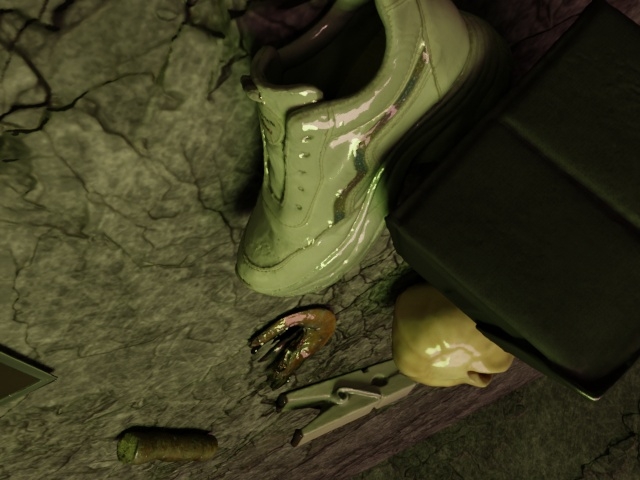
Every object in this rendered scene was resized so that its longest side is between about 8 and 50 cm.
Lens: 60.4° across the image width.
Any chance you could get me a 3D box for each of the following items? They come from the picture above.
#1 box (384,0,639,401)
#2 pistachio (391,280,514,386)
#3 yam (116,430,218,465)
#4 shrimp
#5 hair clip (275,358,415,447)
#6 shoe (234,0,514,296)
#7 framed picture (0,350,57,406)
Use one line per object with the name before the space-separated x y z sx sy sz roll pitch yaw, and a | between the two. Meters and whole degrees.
box | 0.231 -0.022 0.568 0.251 0.204 0.345 -47 169 2
pistachio | 0.246 0.154 0.991 0.318 0.214 0.193 -16 150 -55
yam | -0.281 0.395 1.049 0.061 0.061 0.253 -35 150 10
shrimp | -0.063 0.192 0.939 0.152 0.046 0.219 2 134 -43
hair clip | 0.064 0.355 1.244 0.330 0.101 0.085 -13 142 -29
shoe | -0.004 -0.091 0.493 0.342 0.132 0.210 -48 143 20
framed picture | -0.446 0.156 0.595 0.197 0.014 0.252 -26 150 -5
